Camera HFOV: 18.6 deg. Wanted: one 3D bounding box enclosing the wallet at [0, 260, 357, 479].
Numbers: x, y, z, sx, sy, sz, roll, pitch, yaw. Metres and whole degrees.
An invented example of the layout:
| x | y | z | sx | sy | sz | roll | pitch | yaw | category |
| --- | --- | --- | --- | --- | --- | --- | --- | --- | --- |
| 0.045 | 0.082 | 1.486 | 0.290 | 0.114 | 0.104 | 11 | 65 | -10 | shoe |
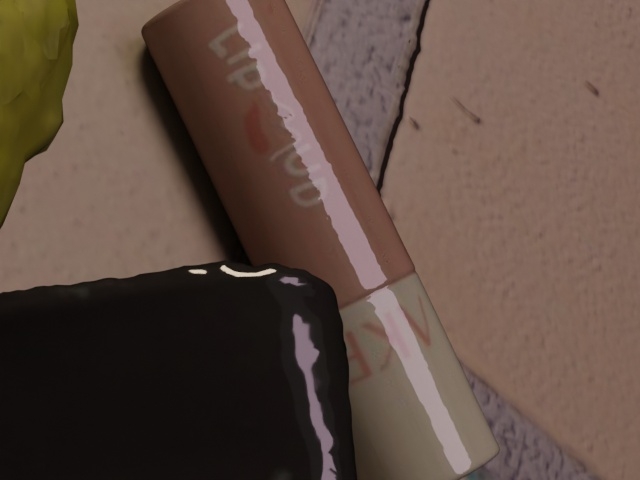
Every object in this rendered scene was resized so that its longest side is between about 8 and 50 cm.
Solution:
| x | y | z | sx | sy | sz | roll | pitch | yaw | category |
| --- | --- | --- | --- | --- | --- | --- | --- | --- | --- |
| -0.079 | 0.214 | 0.637 | 0.062 | 0.228 | 0.406 | 82 | -1 | -68 | wallet |

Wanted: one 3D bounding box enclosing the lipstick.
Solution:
| x | y | z | sx | sy | sz | roll | pitch | yaw | category |
| --- | --- | --- | --- | --- | --- | --- | --- | --- | --- |
| 0.000 | 0.000 | 0.925 | 0.070 | 0.070 | 0.254 | -25 | 89 | -50 | lipstick |

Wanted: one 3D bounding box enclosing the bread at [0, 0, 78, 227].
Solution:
| x | y | z | sx | sy | sz | roll | pitch | yaw | category |
| --- | --- | --- | --- | --- | --- | --- | --- | --- | --- |
| -0.268 | -0.078 | 0.493 | 0.348 | 0.307 | 0.348 | 21 | 62 | -44 | bread |
